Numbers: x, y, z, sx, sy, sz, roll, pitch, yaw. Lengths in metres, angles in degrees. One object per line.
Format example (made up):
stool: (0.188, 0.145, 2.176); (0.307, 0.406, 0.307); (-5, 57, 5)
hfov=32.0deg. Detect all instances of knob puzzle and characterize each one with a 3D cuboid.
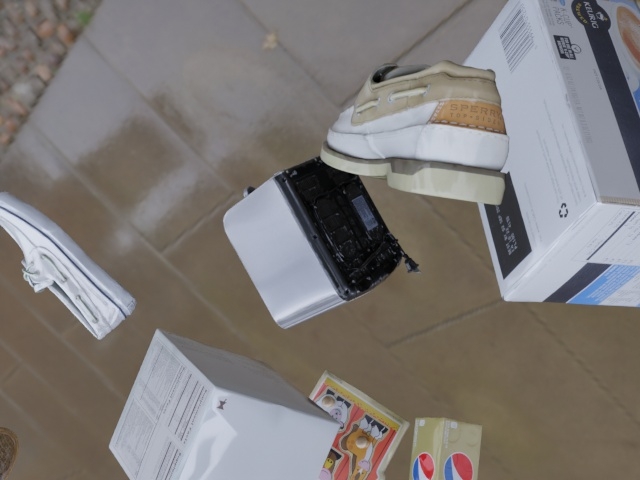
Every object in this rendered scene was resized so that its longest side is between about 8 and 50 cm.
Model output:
knob puzzle: (0.020, 0.322, 1.724); (0.213, 0.213, 0.030); (17, 173, 31)

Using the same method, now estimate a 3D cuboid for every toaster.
toaster: (0.000, 0.000, 1.271); (0.110, 0.168, 0.185); (-29, 91, 32)

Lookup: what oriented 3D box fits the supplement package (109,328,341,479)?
supplement package: (-0.142, 0.275, 1.561); (0.199, 0.198, 0.263); (21, -177, -28)

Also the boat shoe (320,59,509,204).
boat shoe: (0.082, -0.098, 0.949); (0.113, 0.103, 0.302); (6, -174, -19)

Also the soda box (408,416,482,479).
soda box: (0.140, 0.301, 1.302); (0.061, 0.181, 0.058); (16, 163, -30)

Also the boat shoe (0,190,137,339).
boat shoe: (-0.339, 0.033, 1.412); (0.226, 0.076, 0.083); (40, 160, -2)

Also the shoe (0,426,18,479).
shoe: (-0.464, 0.315, 1.382); (0.076, 0.219, 0.058); (47, 168, -28)

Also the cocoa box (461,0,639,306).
cocoa box: (0.340, -0.118, 1.415); (0.228, 0.347, 0.231); (4, 147, -22)
